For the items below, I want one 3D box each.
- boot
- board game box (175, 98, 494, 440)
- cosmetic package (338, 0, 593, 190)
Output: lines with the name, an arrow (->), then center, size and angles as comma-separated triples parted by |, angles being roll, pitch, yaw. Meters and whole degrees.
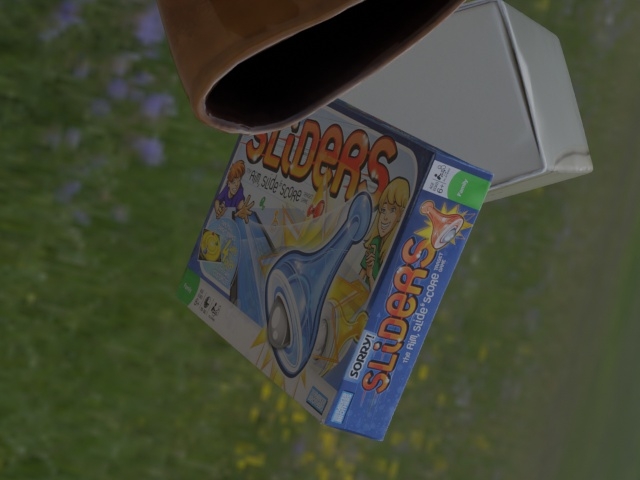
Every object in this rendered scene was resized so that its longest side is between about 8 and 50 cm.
boot -> 0.014, -0.204, 0.546 | 0.096, 0.264, 0.280 | 37, 18, -45
board game box -> 0.000, 0.000, 0.955 | 0.201, 0.035, 0.136 | 32, -79, 61
cosmetic package -> 0.080, -0.077, 1.276 | 0.309, 0.160, 0.113 | -13, 87, -76
